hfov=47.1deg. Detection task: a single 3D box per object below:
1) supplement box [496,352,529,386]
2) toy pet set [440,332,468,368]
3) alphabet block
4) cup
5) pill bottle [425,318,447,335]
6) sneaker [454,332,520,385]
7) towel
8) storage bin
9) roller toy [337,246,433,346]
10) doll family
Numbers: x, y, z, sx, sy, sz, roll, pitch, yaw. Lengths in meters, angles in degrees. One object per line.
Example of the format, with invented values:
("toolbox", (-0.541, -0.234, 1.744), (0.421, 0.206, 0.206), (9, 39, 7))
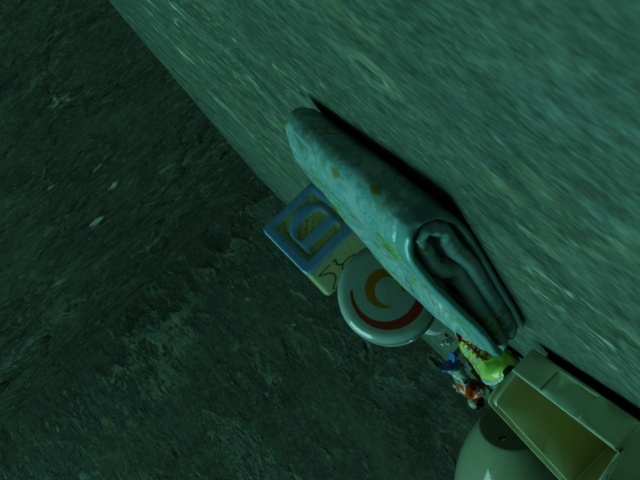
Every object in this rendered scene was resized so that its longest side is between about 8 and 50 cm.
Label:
("supplement box", (0.364, 0.256, 1.265), (0.083, 0.083, 0.056), (47, 177, -38))
("toy pet set", (0.422, 0.363, 2.288), (0.122, 0.065, 0.114), (46, 178, -15))
("alphabet block", (0.000, 0.000, 1.954), (0.193, 0.192, 0.197), (46, 177, 28))
("cup", (0.490, 0.546, 1.847), (0.331, 0.331, 0.237), (42, 151, 54))
("pill bottle", (0.256, 0.175, 1.714), (0.087, 0.087, 0.160), (45, 177, 0))
("sneaker", (0.318, 0.218, 1.463), (0.094, 0.081, 0.208), (48, 177, -15))
("towel", (0.119, -0.004, 1.061), (0.320, 0.090, 0.374), (42, 176, 44))
("storage bin", (0.406, 0.314, 1.059), (0.260, 0.123, 0.262), (46, 178, -22))
("roller toy", (0.132, 0.107, 1.427), (0.209, 0.191, 0.146), (45, 178, 15))
("doll family", (0.402, 0.313, 1.607), (0.163, 0.118, 0.263), (53, 157, -19))
